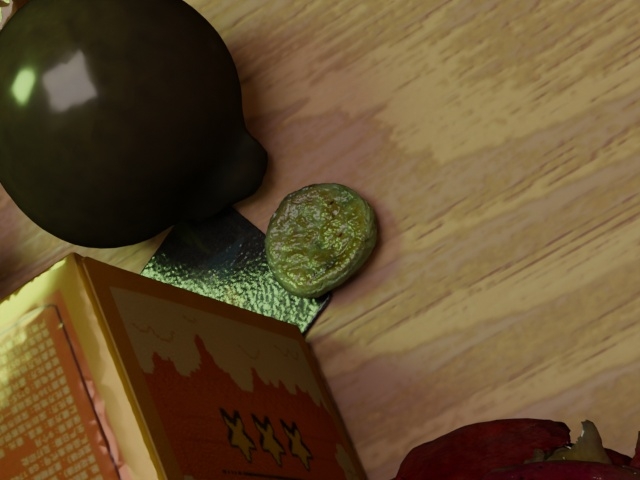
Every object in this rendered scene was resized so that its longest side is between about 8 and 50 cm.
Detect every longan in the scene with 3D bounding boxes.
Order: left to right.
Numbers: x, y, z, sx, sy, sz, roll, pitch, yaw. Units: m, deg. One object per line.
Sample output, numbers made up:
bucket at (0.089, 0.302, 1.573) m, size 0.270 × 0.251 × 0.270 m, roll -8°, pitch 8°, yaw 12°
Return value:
longan at (-0.133, -0.081, 1.125) m, size 0.204 × 0.159 × 0.185 m, roll 22°, pitch 105°, yaw -5°

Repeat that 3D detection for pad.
pad at (-0.098, 0.082, 1.141) m, size 0.143 × 0.003 × 0.211 m, roll 39°, pitch 97°, yaw 32°

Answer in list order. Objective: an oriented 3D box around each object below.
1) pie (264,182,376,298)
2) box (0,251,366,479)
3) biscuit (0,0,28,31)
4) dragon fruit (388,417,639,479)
pie at (0.000, -0.002, 1.098) m, size 0.084 × 0.021 × 0.084 m, roll -11°, pitch 66°, yaw 26°
box at (-0.144, 0.183, 0.985) m, size 0.283 × 0.259 × 0.214 m, roll -31°, pitch 64°, yaw 19°
biscuit at (-0.321, -0.256, 1.259) m, size 0.275 × 0.052 × 0.355 m, roll 41°, pitch 98°, yaw -1°
dragon fruit at (0.110, 0.244, 0.793) m, size 0.329 × 0.329 × 0.329 m, roll -8°, pitch 72°, yaw 27°
